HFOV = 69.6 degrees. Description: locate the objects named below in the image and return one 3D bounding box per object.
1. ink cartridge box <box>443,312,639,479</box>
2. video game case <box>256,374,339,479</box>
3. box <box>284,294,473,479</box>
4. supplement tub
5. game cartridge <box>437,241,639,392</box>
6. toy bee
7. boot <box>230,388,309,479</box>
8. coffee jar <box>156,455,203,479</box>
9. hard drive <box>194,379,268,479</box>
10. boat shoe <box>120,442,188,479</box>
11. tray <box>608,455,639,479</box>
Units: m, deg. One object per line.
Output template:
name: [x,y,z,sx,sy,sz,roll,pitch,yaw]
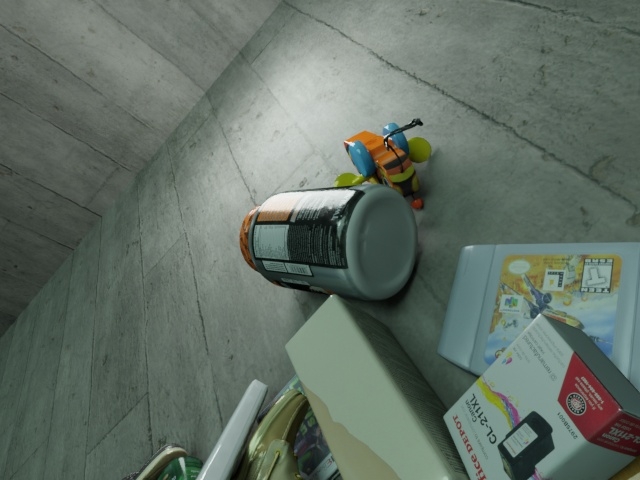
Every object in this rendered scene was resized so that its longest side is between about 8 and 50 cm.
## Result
ink cartridge box: [0.222,0.185,0.467,0.175,0.072,0.127,-58,23,23]
video game case: [-0.021,0.313,0.770,0.173,0.022,0.190,-49,38,7]
box: [0.082,0.230,0.625,0.121,0.148,0.311,-48,37,10]
supplement tub: [0.000,0.000,0.842,0.316,0.194,0.193,3,65,48]
game cartridge: [0.294,0.099,0.573,0.297,0.062,0.198,-2,57,46]
toy bee: [0.119,-0.125,0.861,0.195,0.162,0.298,-22,15,15]
boot: [-0.021,0.358,0.646,0.204,0.095,0.262,16,48,20]
coffee jar: [-0.233,0.486,0.818,0.096,0.079,0.184,-54,38,2]
hard drive: [-0.169,0.365,0.708,0.203,0.040,0.307,-60,0,8]
boat shoe: [-0.372,0.517,0.928,0.092,0.103,0.285,38,98,48]
tray: [0.383,0.313,0.301,0.203,0.076,0.410,-36,41,22]
